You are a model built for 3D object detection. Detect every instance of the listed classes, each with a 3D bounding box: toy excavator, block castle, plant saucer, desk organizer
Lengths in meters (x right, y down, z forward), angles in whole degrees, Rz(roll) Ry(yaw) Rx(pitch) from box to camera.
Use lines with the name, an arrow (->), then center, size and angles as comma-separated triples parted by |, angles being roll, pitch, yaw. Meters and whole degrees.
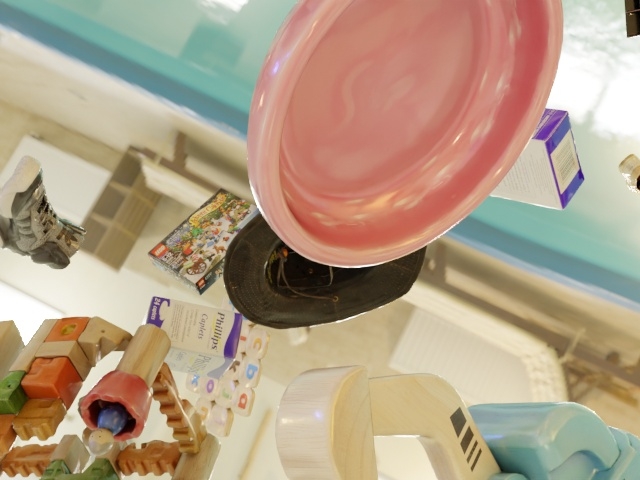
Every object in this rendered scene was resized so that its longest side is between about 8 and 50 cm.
toy excavator -> 0.183, 0.262, 1.003 | 0.222, 0.433, 0.445 | -15, 104, 48
block castle -> -0.396, 0.292, 1.275 | 0.453, 0.213, 0.303 | -5, 124, 19
plant saucer -> 0.069, -0.132, 0.808 | 0.084, 0.332, 0.332 | 46, -178, 39
desk organizer -> 0.538, -0.406, 1.508 | 0.050, 0.130, 0.047 | -6, -173, 5

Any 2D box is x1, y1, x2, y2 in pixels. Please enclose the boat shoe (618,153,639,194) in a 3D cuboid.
boat shoe -> 0.692, -0.125, 1.932 | 0.170, 0.063, 0.059 | 26, -157, -47

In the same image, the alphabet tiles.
alphabet tiles -> -0.190, 0.248, 1.841 | 0.021, 0.284, 0.278 | 18, 173, -33

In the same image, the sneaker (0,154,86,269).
sneaker -> -0.466, -0.039, 1.523 | 0.153, 0.101, 0.268 | 28, 147, -13

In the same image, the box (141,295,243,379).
box -> -0.197, 0.147, 1.337 | 0.137, 0.072, 0.126 | 12, 155, -12

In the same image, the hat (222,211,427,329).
hat -> 0.000, 0.000, 1.458 | 0.331, 0.331, 0.134 | 36, -155, -37

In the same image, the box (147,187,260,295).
box -> -0.238, -0.002, 1.966 | 0.159, 0.233, 0.044 | 28, 150, 33

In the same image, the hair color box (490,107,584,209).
hair color box -> 0.362, -0.190, 1.882 | 0.339, 0.110, 0.185 | 15, 144, 40
